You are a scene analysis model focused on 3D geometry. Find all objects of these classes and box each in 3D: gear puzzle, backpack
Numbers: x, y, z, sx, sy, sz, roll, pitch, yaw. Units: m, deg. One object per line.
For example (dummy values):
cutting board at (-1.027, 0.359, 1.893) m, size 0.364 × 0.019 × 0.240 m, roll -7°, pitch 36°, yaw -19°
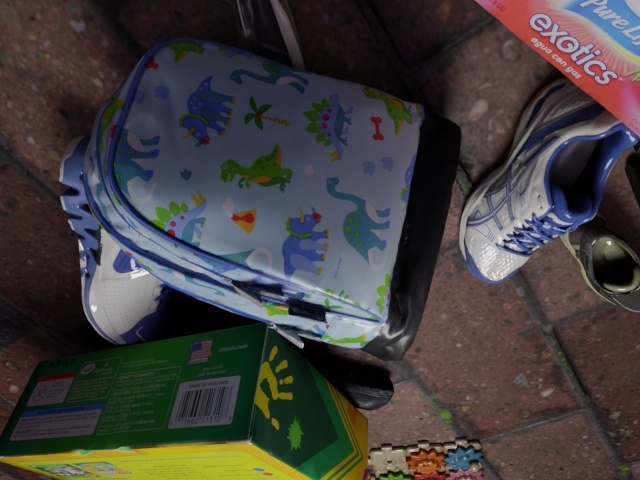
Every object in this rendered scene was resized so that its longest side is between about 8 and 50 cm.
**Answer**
gear puzzle at (0.190, 0.517, 1.008) m, size 0.338 × 0.044 × 0.175 m, roll -9°, pitch 124°, yaw 9°
backpack at (-0.048, -0.049, 0.478) m, size 0.355 × 0.290 × 0.273 m, roll 15°, pitch 169°, yaw 6°

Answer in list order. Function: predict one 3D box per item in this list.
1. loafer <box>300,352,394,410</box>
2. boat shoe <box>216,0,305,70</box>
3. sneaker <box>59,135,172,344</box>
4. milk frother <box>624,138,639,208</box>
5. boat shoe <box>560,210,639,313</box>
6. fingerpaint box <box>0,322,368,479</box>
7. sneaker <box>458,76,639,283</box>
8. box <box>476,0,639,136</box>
loafer at (0.023, 0.262, 0.816) m, size 0.223 × 0.076 × 0.078 m, roll 17°, pitch 116°, yaw -14°
boat shoe at (-0.084, -0.268, 0.444) m, size 0.079 × 0.084 × 0.233 m, roll -13°, pitch 127°, yaw 11°
sneaker at (-0.221, 0.019, 0.625) m, size 0.182 × 0.127 × 0.316 m, roll 4°, pitch 124°, yaw 2°
milk frother at (0.442, -0.090, 0.515) m, size 0.143 × 0.135 × 0.129 m, roll -14°, pitch 154°, yaw 15°
boat shoe at (0.420, 0.046, 0.649) m, size 0.080 × 0.073 × 0.223 m, roll -37°, pitch 116°, yaw 25°
fingerpaint box at (-0.191, 0.314, 0.738) m, size 0.444 × 0.163 × 0.371 m, roll -14°, pitch 136°, yaw 22°
sneaker at (0.261, -0.044, 0.560) m, size 0.111 × 0.131 × 0.296 m, roll 8°, pitch 126°, yaw -6°
box at (0.266, -0.231, 0.369) m, size 0.300 × 0.142 × 0.154 m, roll 33°, pitch 77°, yaw -12°
